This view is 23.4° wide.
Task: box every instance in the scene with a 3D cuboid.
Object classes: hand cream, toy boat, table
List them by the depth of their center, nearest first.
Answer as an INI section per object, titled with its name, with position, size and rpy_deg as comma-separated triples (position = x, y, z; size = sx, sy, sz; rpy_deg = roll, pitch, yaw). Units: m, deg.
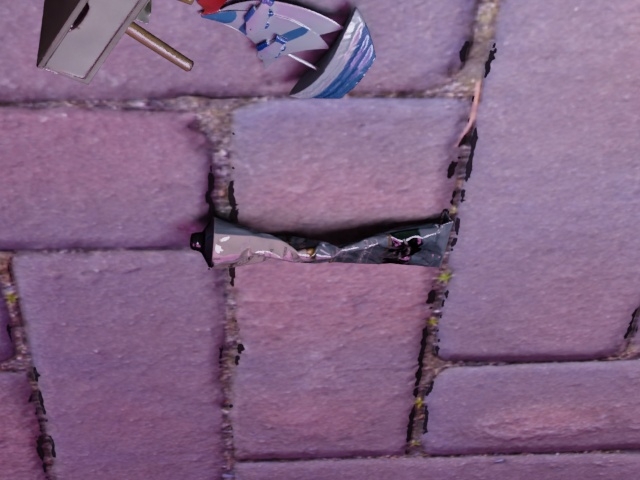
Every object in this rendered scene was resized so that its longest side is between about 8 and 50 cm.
[table]
position = -0.098, -0.217, 1.075
size = 0.111, 0.121, 0.240
rpy_deg = 18, 141, -25
[toy boat]
position = -0.018, -0.169, 1.241
size = 0.105, 0.034, 0.149
rpy_deg = -24, 128, 31
[hand cream]
position = 0.000, -0.001, 1.469
size = 0.248, 0.052, 0.075
rpy_deg = -2, 168, -11
